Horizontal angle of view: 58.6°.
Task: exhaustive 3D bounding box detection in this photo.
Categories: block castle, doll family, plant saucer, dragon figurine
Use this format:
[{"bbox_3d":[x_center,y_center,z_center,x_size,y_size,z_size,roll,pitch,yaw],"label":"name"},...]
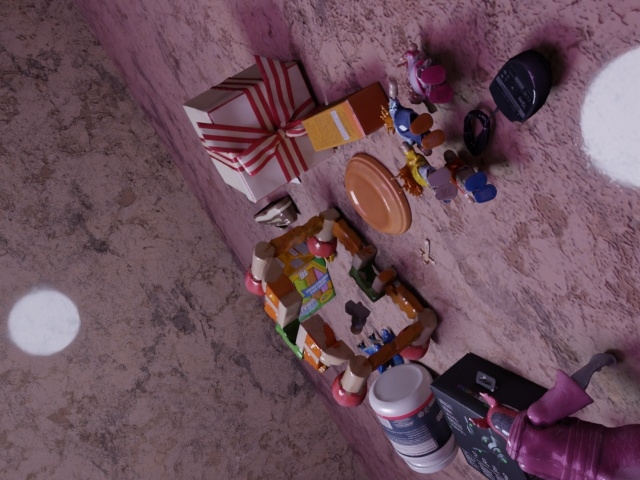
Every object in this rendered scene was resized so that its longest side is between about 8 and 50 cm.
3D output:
[{"bbox_3d":[0.040,0.164,1.442,0.453,0.303,0.212,48,151,22],"label":"block castle"},{"bbox_3d":[0.148,-0.152,0.861,0.262,0.118,0.163,62,-177,-20],"label":"doll family"},{"bbox_3d":[0.115,-0.092,1.232,0.200,0.037,0.200,48,162,22],"label":"plant saucer"},{"bbox_3d":[0.200,0.378,1.771,0.144,0.085,0.289,32,150,52],"label":"dragon figurine"}]

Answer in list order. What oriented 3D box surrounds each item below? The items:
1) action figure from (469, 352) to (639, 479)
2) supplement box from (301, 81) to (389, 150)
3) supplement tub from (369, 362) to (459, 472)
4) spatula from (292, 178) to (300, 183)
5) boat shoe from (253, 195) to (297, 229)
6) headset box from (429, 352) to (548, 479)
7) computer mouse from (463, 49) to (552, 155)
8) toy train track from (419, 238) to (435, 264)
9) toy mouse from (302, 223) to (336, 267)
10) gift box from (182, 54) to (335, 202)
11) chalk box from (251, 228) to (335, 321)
[{"bbox_3d":[0.396,0.332,0.841,0.370,0.276,0.248,10,119,29],"label":"action figure"},{"bbox_3d":[0.046,-0.231,1.095,0.080,0.078,0.233,59,162,-12],"label":"supplement box"},{"bbox_3d":[0.273,0.510,1.641,0.191,0.191,0.272,19,141,62],"label":"supplement tub"},{"bbox_3d":[-0.145,-0.250,1.671,0.168,0.019,0.242,58,164,-26],"label":"spatula"},{"bbox_3d":[-0.145,-0.072,1.861,0.095,0.095,0.257,53,163,-10],"label":"boat shoe"},{"bbox_3d":[0.395,0.408,1.238,0.283,0.131,0.246,62,162,-19],"label":"headset box"},{"bbox_3d":[0.244,-0.175,0.756,0.071,0.041,0.242,60,170,8],"label":"computer mouse"},{"bbox_3d":[0.221,0.027,1.203,0.048,0.014,0.083,44,159,32],"label":"toy train track"},{"bbox_3d":[0.000,0.000,1.707,0.143,0.031,0.161,53,162,8],"label":"toy mouse"},{"bbox_3d":[-0.152,-0.260,1.273,0.258,0.255,0.276,32,157,56],"label":"gift box"},{"bbox_3d":[-0.079,0.145,1.938,0.180,0.179,0.288,39,157,41],"label":"chalk box"}]
